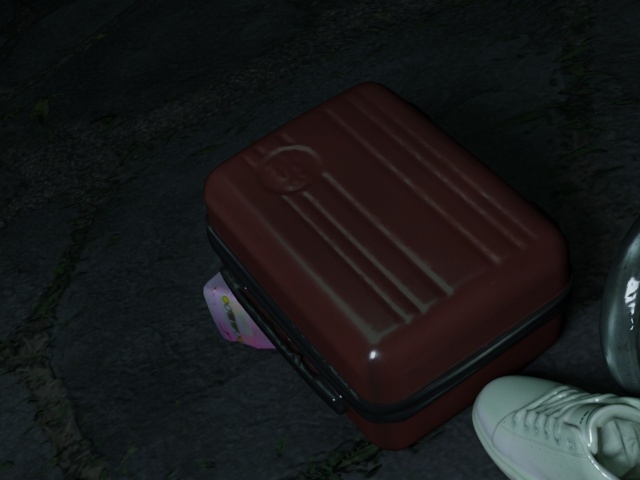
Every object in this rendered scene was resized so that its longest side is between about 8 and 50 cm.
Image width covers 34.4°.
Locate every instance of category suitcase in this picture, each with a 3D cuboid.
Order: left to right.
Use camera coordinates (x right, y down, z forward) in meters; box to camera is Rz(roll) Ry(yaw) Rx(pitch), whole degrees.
[{"bbox_3d":[0.052,0.015,0.911,0.236,0.161,0.297,-31,52,-17],"label":"suitcase"}]

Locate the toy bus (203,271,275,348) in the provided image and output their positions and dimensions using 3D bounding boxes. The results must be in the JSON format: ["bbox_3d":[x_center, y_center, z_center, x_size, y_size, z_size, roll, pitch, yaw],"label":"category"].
[{"bbox_3d":[0.000,0.001,1.106,0.112,0.090,0.274,16,50,35],"label":"toy bus"}]

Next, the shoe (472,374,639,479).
[{"bbox_3d":[0.200,0.142,0.740,0.095,0.110,0.265,-37,36,-18],"label":"shoe"}]

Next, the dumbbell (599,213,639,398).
[{"bbox_3d":[0.357,0.073,0.667,0.179,0.179,0.406,-39,33,-22],"label":"dumbbell"}]
